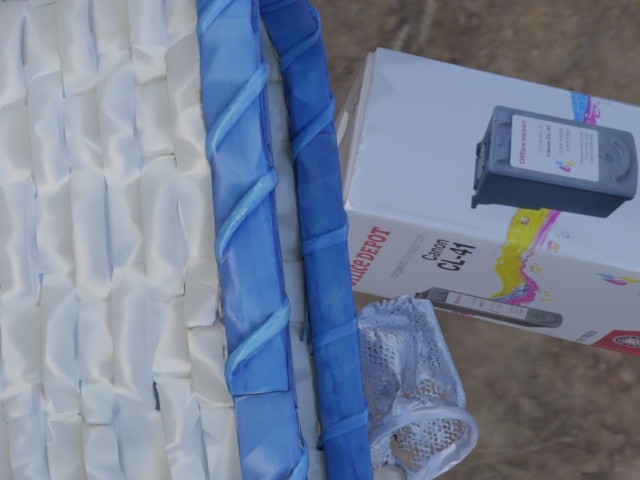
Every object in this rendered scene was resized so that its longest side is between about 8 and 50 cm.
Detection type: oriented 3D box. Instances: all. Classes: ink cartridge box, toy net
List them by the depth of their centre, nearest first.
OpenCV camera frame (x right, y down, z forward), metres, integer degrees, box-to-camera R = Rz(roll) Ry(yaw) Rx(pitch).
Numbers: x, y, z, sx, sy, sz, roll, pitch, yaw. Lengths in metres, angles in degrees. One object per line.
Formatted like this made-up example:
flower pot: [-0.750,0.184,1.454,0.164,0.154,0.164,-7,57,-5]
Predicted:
toy net: [0.033,0.138,0.767,0.122,0.045,0.232,8,110,-7]
ink cartridge box: [0.158,-0.019,1.322,0.306,0.226,0.131,11,74,-4]

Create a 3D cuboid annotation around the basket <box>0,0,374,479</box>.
basket: [0.000,0.000,0.642,0.289,0.201,0.254,-4,81,12]
